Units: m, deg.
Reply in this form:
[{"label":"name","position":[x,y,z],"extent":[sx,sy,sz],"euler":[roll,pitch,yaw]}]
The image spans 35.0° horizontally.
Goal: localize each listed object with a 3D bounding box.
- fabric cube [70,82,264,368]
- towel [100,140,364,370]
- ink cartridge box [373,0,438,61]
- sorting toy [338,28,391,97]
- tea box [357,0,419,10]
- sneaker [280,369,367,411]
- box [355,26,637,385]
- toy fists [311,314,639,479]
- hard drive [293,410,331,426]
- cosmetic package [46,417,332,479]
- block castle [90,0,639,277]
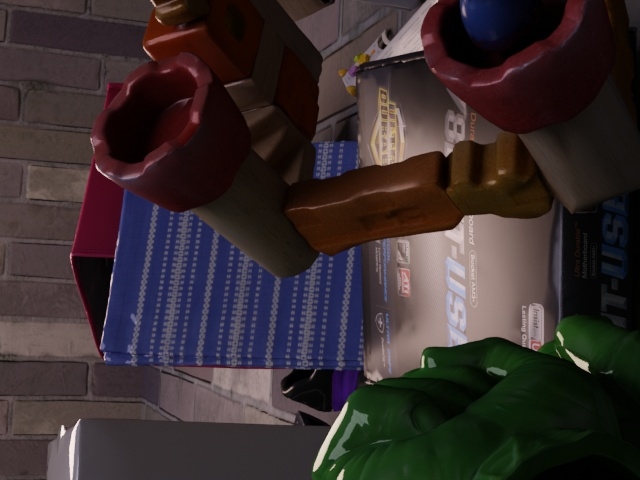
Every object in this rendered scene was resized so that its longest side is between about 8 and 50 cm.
[{"label":"fabric cube","position":[-0.151,-0.012,1.274],"extent":[0.259,0.254,0.258],"euler":[95,177,-55]},{"label":"towel","position":[-0.059,0.015,1.042],"extent":[0.040,0.336,0.243],"euler":[51,-139,-66]},{"label":"ink cartridge box","position":[0.131,-0.103,0.930],"extent":[0.181,0.056,0.224],"euler":[-38,70,66]},{"label":"sorting toy","position":[0.061,-0.201,1.156],"extent":[0.075,0.045,0.083],"euler":[-54,31,24]},{"label":"tea box","position":[-0.024,-0.436,0.987],"extent":[0.220,0.329,0.323],"euler":[-103,24,-42]},{"label":"sneaker","position":[0.011,0.041,1.073],"extent":[0.102,0.146,0.293],"euler":[-173,86,-73]},{"label":"box","position":[0.123,-0.005,0.796],"extent":[0.293,0.073,0.295],"euler":[-170,78,-67]},{"label":"toy fists","position":[0.129,0.093,0.501],"extent":[0.142,0.279,0.096],"euler":[5,102,58]},{"label":"hard drive","position":[0.005,0.338,1.176],"extent":[0.254,0.054,0.172],"euler":[-115,34,-55]},{"label":"cosmetic package","position":[-0.025,0.225,0.798],"extent":[0.197,0.366,0.155],"euler":[140,131,-66]},{"label":"block castle","position":[0.037,-0.223,0.636],"extent":[0.303,0.213,0.453],"euler":[-11,55,30]}]
